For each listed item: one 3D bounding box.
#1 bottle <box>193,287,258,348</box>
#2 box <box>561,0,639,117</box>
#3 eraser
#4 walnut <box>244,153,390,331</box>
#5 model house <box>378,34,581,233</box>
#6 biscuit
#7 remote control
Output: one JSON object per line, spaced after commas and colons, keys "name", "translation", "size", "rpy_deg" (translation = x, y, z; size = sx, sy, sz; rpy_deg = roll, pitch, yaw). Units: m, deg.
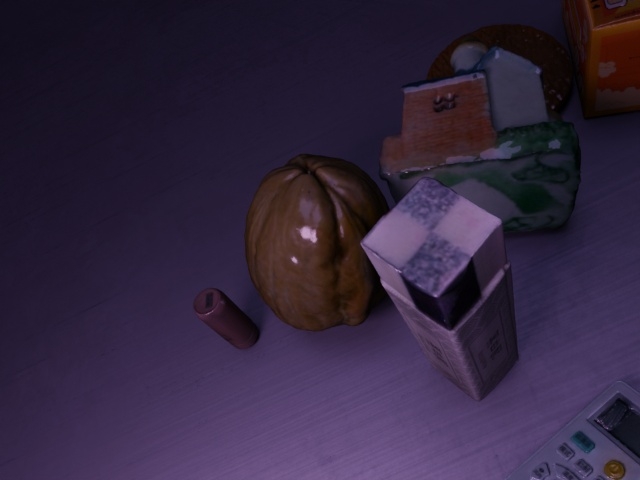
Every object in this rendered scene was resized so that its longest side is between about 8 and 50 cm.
{"name": "bottle", "translation": [-0.147, 0.125, 0.910], "size": [0.053, 0.140, 0.053], "rpy_deg": [-11, 56, 16]}
{"name": "box", "translation": [0.537, -0.383, 0.910], "size": [0.259, 0.214, 0.284], "rpy_deg": [-5, 58, 16]}
{"name": "eraser", "translation": [0.157, 0.083, 0.655], "size": [0.098, 0.404, 0.096], "rpy_deg": [37, 82, 32]}
{"name": "walnut", "translation": [0.000, 0.000, 0.850], "size": [0.227, 0.283, 0.283], "rpy_deg": [-21, 53, -12]}
{"name": "model house", "translation": [0.249, -0.187, 0.917], "size": [0.266, 0.194, 0.325], "rpy_deg": [-7, 56, 19]}
{"name": "biscuit", "translation": [0.318, -0.287, 1.041], "size": [0.261, 0.037, 0.262], "rpy_deg": [-10, 59, 17]}
{"name": "remote control", "translation": [0.297, 0.295, 0.687], "size": [0.293, 0.051, 0.103], "rpy_deg": [-39, 42, -6]}
